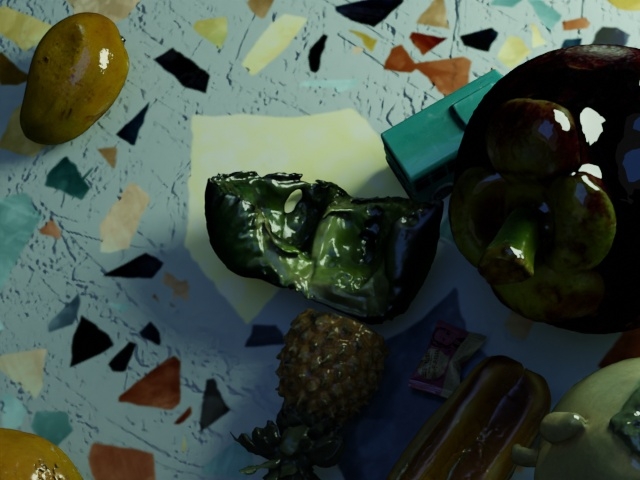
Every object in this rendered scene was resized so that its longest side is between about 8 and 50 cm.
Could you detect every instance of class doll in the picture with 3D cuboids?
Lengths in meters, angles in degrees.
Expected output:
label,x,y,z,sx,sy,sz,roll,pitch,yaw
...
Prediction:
label,x,y,z,sx,sy,sz,roll,pitch,yaw
doll,0.337,0.276,1.418,0.247,0.247,0.349,-42,81,-8

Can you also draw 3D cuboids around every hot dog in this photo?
label,x,y,z,sx,sy,sz,roll,pitch,yaw
hot dog,0.135,0.227,1.563,0.104,0.076,0.250,34,80,2

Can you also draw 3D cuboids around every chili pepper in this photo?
label,x,y,z,sx,sy,sz,roll,pitch,yaw
chili pepper,-0.001,0.001,1.676,0.264,0.116,0.148,15,82,18

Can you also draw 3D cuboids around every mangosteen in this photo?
label,x,y,z,sx,sy,sz,roll,pitch,yaw
mangosteen,0.260,-0.061,1.530,0.297,0.313,0.297,-22,52,32

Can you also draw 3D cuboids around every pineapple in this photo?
label,x,y,z,sx,sy,sz,roll,pitch,yaw
pineapple,-0.017,0.213,1.579,0.130,0.119,0.277,31,72,-24

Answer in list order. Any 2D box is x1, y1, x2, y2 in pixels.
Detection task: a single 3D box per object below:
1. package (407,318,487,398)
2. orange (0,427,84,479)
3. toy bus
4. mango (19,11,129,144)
label,x,y,z,sx,sy,sz,roll,pitch,yaw
package,0.133,0.125,1.628,0.059,0.029,0.083,17,65,22
orange,-0.329,0.296,1.558,0.219,0.193,0.219,-5,76,21
toy bus,0.152,-0.115,1.694,0.160,0.092,0.079,-29,66,-2
mango,-0.286,-0.189,1.818,0.115,0.089,0.165,9,71,16
